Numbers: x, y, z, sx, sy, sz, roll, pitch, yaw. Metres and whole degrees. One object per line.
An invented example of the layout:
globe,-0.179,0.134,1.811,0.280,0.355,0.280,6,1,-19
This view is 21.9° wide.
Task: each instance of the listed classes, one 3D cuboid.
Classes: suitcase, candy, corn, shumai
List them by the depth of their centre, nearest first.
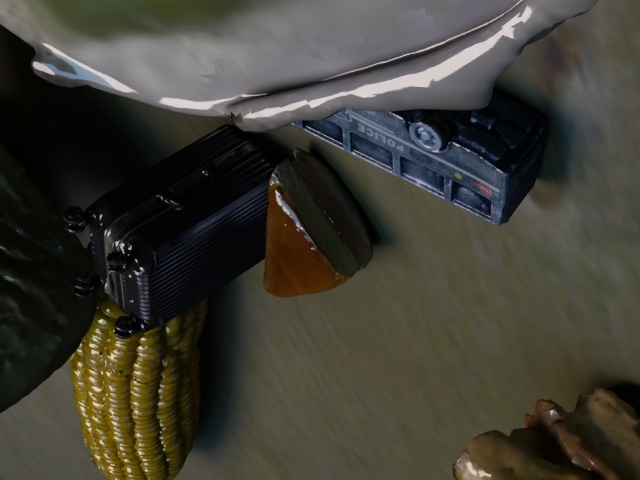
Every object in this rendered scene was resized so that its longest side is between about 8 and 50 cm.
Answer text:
candy,-0.038,-0.215,0.609,0.427,0.186,0.386,4,141,40
suitcase,-0.081,-0.007,0.960,0.059,0.126,0.086,44,152,26
shumai,-0.283,0.030,1.017,0.222,0.260,0.225,-35,67,63
corn,-0.129,0.092,1.161,0.101,0.101,0.292,32,150,15

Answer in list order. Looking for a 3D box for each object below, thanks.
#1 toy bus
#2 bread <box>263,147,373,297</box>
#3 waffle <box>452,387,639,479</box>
toy bus,0.033,-0.068,0.840,0.166,0.047,0.065,28,149,20
bread,0.000,0.000,0.957,0.062,0.043,0.109,29,144,23
waffle,0.195,0.286,0.947,0.261,0.114,0.376,48,160,43
